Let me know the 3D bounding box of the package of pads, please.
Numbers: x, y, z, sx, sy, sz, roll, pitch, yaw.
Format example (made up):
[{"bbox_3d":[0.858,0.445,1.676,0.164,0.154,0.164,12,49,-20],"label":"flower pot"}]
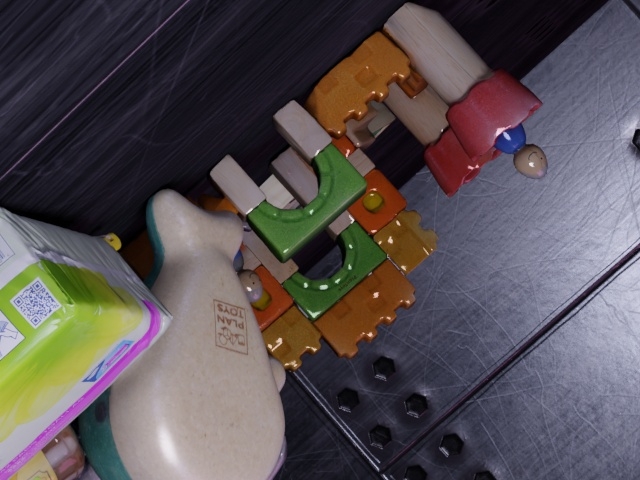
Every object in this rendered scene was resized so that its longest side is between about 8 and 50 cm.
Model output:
[{"bbox_3d":[-0.239,0.093,1.243,0.229,0.101,0.296,-42,171,2],"label":"package of pads"}]

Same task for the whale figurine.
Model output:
[{"bbox_3d":[-0.126,0.099,1.540,0.141,0.272,0.216,-17,156,39],"label":"whale figurine"}]

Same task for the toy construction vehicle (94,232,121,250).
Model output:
[{"bbox_3d":[-0.210,0.034,1.473,0.086,0.035,0.098,-33,176,-40],"label":"toy construction vehicle"}]

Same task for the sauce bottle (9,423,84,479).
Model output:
[{"bbox_3d":[-0.350,0.250,1.476,0.344,0.111,0.111,-39,175,-23],"label":"sauce bottle"}]

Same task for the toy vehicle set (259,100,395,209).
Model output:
[{"bbox_3d":[-0.040,-0.052,2.087,0.267,0.035,0.166,-43,176,29],"label":"toy vehicle set"}]

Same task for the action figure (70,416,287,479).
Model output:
[{"bbox_3d":[-0.219,0.254,1.892,0.341,0.330,0.178,-65,159,-71],"label":"action figure"}]

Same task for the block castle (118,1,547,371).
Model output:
[{"bbox_3d":[0.000,0.000,1.776,0.453,0.213,0.303,-41,176,-7],"label":"block castle"}]
